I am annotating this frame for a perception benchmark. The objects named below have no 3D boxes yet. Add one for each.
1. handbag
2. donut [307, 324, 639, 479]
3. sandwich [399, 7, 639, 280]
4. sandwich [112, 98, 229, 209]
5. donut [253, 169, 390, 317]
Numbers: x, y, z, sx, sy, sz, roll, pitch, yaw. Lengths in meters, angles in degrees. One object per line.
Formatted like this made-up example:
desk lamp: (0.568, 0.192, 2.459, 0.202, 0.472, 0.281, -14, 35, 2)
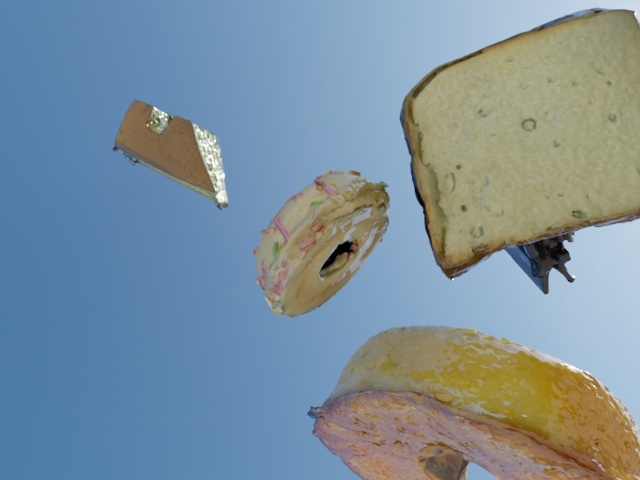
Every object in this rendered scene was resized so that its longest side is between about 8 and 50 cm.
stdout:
handbag: (0.393, -0.082, 1.058, 0.122, 0.329, 0.303, -31, -54, 9)
donut: (0.204, 0.254, 0.705, 0.377, 0.435, 0.163, 50, -131, -27)
sandwich: (0.217, -0.098, 0.532, 0.251, 0.087, 0.226, -18, -100, 18)
sandwich: (-0.256, -0.162, 0.957, 0.236, 0.122, 0.128, 26, -89, 15)
donut: (0.000, 0.000, 0.537, 0.174, 0.174, 0.068, -41, -115, -12)
